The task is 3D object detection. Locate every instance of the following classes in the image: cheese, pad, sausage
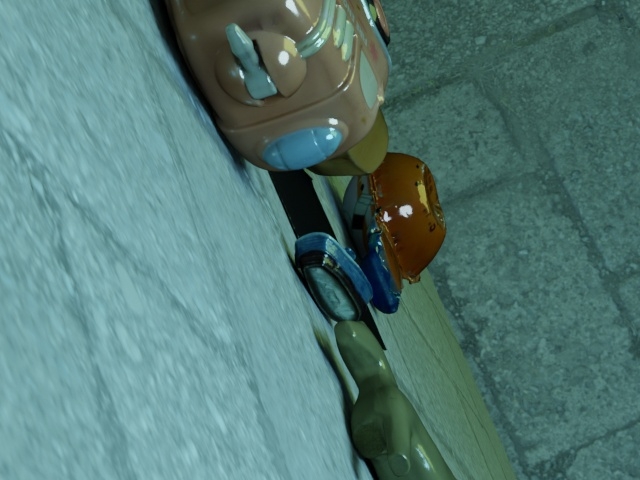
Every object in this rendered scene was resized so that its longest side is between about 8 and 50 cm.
[{"bbox_3d":[0.100,-0.018,2.218,0.329,0.129,0.217,-76,145,-61],"label":"cheese"},{"bbox_3d":[0.000,0.000,1.852,0.367,0.007,0.247,39,27,-75],"label":"pad"},{"bbox_3d":[0.003,-0.155,1.936,0.136,0.120,0.241,21,-12,19],"label":"sausage"}]

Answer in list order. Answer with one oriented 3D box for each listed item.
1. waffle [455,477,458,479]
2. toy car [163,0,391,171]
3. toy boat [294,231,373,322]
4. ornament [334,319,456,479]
[{"bbox_3d":[0.173,0.328,1.921,0.075,0.029,0.083,-106,172,-50],"label":"waffle"},{"bbox_3d":[-0.040,-0.179,1.488,0.270,0.181,0.212,58,20,-45],"label":"toy car"},{"bbox_3d":[0.016,0.034,1.592,0.137,0.060,0.060,54,34,-45],"label":"toy boat"},{"bbox_3d":[0.072,0.190,1.458,0.230,0.061,0.245,61,8,-17],"label":"ornament"}]
